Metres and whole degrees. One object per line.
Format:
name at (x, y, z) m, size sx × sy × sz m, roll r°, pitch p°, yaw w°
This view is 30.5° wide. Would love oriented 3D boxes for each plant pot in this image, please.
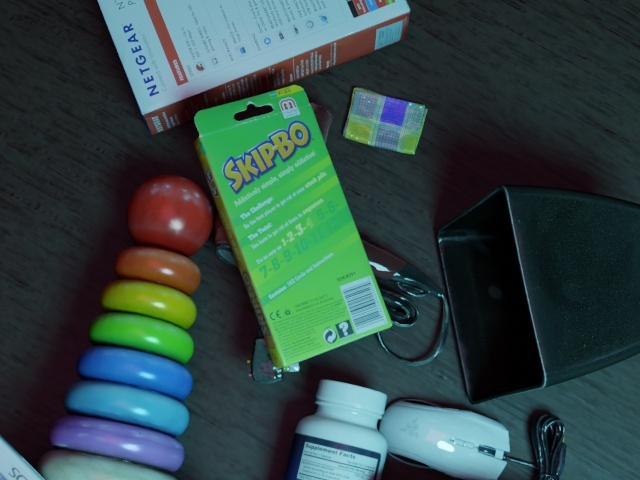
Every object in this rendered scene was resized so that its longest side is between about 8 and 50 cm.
plant pot at (0.236, 0.048, 1.155) m, size 0.167 × 0.187 × 0.188 m, roll -8°, pitch 79°, yaw -17°

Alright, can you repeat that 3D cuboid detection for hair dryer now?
hair dryer at (0.000, 0.000, 1.222) m, size 0.223 × 0.080 × 0.294 m, roll -8°, pitch 82°, yaw -22°

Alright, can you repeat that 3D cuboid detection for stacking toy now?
stacking toy at (-0.172, 0.091, 1.164) m, size 0.141 × 0.141 × 0.330 m, roll 12°, pitch 75°, yaw 2°

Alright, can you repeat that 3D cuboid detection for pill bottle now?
pill bottle at (0.013, 0.226, 1.153) m, size 0.094 × 0.094 × 0.169 m, roll 14°, pitch 79°, yaw 2°

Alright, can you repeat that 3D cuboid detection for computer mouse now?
computer mouse at (0.153, 0.211, 1.184) m, size 0.193 × 0.042 × 0.106 m, roll 13°, pitch 80°, yaw 2°

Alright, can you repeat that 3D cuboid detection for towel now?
towel at (0.069, -0.128, 1.266) m, size 0.083 × 0.009 × 0.060 m, roll 17°, pitch 78°, yaw 3°

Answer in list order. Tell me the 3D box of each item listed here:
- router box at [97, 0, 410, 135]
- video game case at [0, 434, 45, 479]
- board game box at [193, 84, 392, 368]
router box at (-0.106, -0.325, 1.265) m, size 0.301 × 0.082 × 0.336 m, roll -21°, pitch 80°, yaw -4°
video game case at (-0.299, 0.274, 1.044) m, size 0.143 × 0.019 × 0.157 m, roll 43°, pitch 81°, yaw 8°
board game box at (-0.031, -0.017, 1.151) m, size 0.124 × 0.039 × 0.259 m, roll -18°, pitch 88°, yaw -24°
